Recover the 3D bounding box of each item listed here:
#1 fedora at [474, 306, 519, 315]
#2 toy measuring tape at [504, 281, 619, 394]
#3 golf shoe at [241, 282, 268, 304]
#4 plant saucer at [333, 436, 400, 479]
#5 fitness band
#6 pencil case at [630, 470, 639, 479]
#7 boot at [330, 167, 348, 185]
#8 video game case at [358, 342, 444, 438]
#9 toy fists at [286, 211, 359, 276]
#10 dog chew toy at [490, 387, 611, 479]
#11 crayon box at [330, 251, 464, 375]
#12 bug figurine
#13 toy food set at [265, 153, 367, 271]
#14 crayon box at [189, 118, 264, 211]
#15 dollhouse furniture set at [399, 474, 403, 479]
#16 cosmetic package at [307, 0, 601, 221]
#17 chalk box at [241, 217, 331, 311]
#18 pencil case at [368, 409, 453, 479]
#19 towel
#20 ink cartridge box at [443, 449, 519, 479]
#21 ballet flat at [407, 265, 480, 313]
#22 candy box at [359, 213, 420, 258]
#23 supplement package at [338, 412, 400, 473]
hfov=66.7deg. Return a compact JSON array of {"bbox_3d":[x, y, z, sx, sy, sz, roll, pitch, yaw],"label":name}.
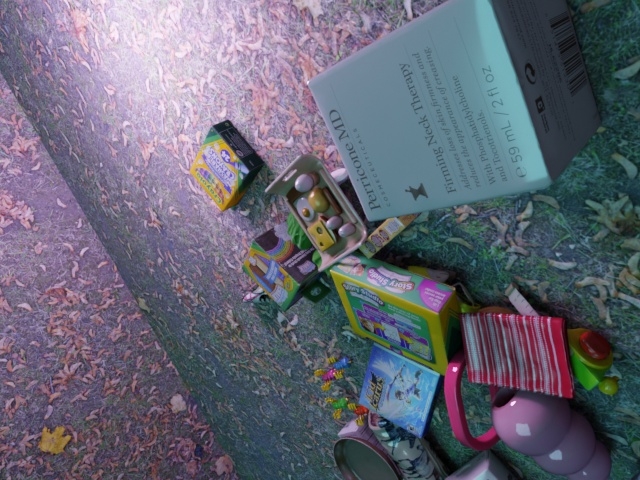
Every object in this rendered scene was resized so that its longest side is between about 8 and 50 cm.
[{"bbox_3d":[0.480,0.264,1.306,0.194,0.079,0.195,6,103,29],"label":"fedora"},{"bbox_3d":[0.600,0.227,1.193,0.330,0.121,0.121,56,146,33],"label":"toy measuring tape"},{"bbox_3d":[-0.270,0.234,2.018,0.086,0.067,0.186,48,139,4],"label":"golf shoe"},{"bbox_3d":[0.183,0.862,1.834,0.310,0.050,0.311,23,128,32],"label":"plant saucer"},{"bbox_3d":[0.442,0.443,1.374,0.054,0.208,0.291,-2,104,59],"label":"fitness band"},{"bbox_3d":[0.841,0.549,1.151,0.113,0.124,0.273,26,134,28],"label":"pencil case"},{"bbox_3d":[0.036,-0.150,1.468,0.086,0.069,0.190,49,144,-17],"label":"boot"},{"bbox_3d":[0.267,0.472,1.609,0.244,0.061,0.270,21,106,33],"label":"video game case"},{"bbox_3d":[0.000,0.000,1.578,0.279,0.096,0.142,44,126,12],"label":"toy fists"},{"bbox_3d":[0.620,0.515,1.289,0.331,0.206,0.207,40,139,3],"label":"dog chew toy"},{"bbox_3d":[0.230,0.212,1.433,0.362,0.106,0.313,20,144,37],"label":"crayon box"},{"bbox_3d":[0.091,0.579,1.902,0.216,0.072,0.279,-27,86,45],"label":"bug figurine"},{"bbox_3d":[-0.022,-0.074,1.426,0.219,0.092,0.306,-37,85,47],"label":"toy food set"},{"bbox_3d":[-0.348,-0.246,1.738,0.203,0.083,0.323,50,140,4],"label":"crayon box"},{"bbox_3d":[0.342,0.980,1.910,0.144,0.151,0.123,12,126,40],"label":"dollhouse furniture set"},{"bbox_3d":[0.263,-0.271,0.955,0.393,0.327,0.330,-10,110,48],"label":"cosmetic package"},{"bbox_3d":[-0.097,0.105,1.676,0.289,0.180,0.179,45,139,11],"label":"chalk box"},{"bbox_3d":[0.341,0.767,1.750,0.410,0.160,0.183,56,144,-4],"label":"pencil case"},{"bbox_3d":[0.480,0.280,1.210,0.274,0.031,0.199,-4,97,45],"label":"towel"},{"bbox_3d":[0.571,0.879,1.572,0.306,0.131,0.226,45,108,8],"label":"ink cartridge box"},{"bbox_3d":[0.352,0.132,1.366,0.231,0.077,0.077,42,118,8],"label":"ballet flat"},{"bbox_3d":[0.195,-0.032,1.358,0.053,0.109,0.187,48,139,6],"label":"candy box"},{"bbox_3d":[0.213,0.808,1.920,0.244,0.134,0.139,53,139,1],"label":"supplement package"}]
